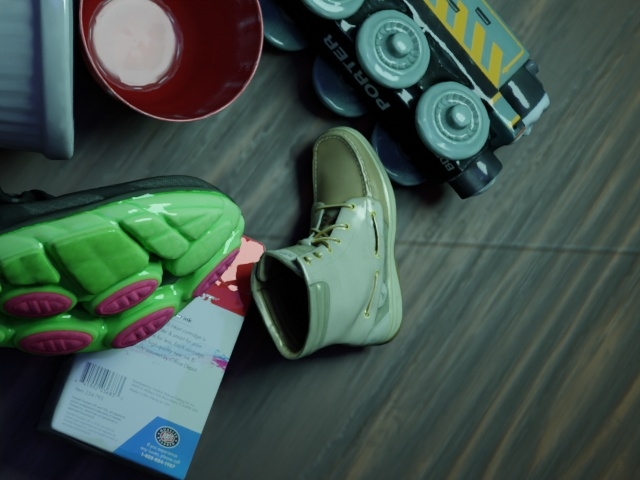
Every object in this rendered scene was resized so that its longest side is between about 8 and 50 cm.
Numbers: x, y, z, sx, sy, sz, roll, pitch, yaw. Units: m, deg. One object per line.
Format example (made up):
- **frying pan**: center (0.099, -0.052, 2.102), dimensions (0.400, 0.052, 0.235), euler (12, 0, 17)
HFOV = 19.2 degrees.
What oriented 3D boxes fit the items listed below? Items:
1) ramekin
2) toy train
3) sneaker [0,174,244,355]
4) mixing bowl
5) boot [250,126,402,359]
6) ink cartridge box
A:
- **ramekin**: center (-0.279, -0.204, 1.644), dimensions (0.127, 0.273, 0.273), euler (-1, 83, -6)
- **toy train**: center (0.081, -0.202, 1.823), dimensions (0.334, 0.142, 0.190), euler (48, 62, -6)
- **sneaker**: center (-0.305, -0.003, 1.615), dimensions (0.482, 0.185, 0.202), euler (-8, 54, -8)
- **mixing bowl**: center (-0.155, -0.192, 1.752), dimensions (0.181, 0.098, 0.181), euler (3, 83, -28)
- **boot**: center (0.000, 0.000, 1.757), dimensions (0.165, 0.077, 0.213), euler (-7, 87, -55)
- **ink cartridge box**: center (-0.153, 0.089, 1.733), dimensions (0.134, 0.078, 0.231), euler (24, 76, -14)
